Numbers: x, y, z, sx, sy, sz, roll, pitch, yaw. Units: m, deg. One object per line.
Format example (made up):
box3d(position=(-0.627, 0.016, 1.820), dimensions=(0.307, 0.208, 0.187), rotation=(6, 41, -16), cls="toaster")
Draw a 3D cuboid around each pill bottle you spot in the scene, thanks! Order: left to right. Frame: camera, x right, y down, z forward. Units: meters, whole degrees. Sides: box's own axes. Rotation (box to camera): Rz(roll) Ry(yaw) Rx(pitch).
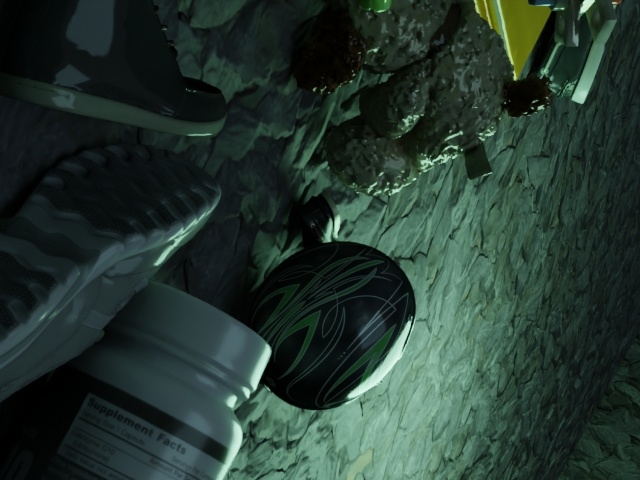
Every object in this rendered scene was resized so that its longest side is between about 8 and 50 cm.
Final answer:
box3d(position=(-0.162, 0.182, 0.899), dimensions=(0.283, 0.161, 0.161), rotation=(-63, 153, -15), cls="pill bottle")

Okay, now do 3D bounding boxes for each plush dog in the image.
box3d(position=(0.095, -0.198, 1.142), dimensions=(0.225, 0.210, 0.262), rotation=(44, 63, -33), cls="plush dog")

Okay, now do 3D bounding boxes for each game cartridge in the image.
box3d(position=(0.277, -0.417, 1.477), dimensions=(0.324, 0.052, 0.285), rotation=(-63, 153, -20), cls="game cartridge")

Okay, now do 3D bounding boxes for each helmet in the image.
box3d(position=(0.010, 0.082, 1.159), dimensions=(0.169, 0.169, 0.162), rotation=(-49, 165, -37), cls="helmet")

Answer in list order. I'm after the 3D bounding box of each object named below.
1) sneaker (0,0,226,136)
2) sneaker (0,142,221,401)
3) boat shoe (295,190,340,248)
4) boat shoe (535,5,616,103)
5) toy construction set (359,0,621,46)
box3d(position=(-0.129, -0.144, 0.826), dimensions=(0.222, 0.083, 0.118), rotation=(1, 107, -62), cls="sneaker")
box3d(position=(-0.187, 0.023, 0.844), dimensions=(0.281, 0.105, 0.115), rotation=(-38, 156, -40), cls="sneaker")
box3d(position=(-0.001, -0.001, 1.224), dimensions=(0.042, 0.049, 0.133), rotation=(-31, 149, -13), cls="boat shoe")
box3d(position=(0.397, -0.359, 1.691), dimensions=(0.114, 0.091, 0.303), rotation=(33, 76, -84), cls="boat shoe")
box3d(position=(0.120, -0.282, 1.005), dimensions=(0.215, 0.327, 0.151), rotation=(-101, -155, -46), cls="toy construction set")
